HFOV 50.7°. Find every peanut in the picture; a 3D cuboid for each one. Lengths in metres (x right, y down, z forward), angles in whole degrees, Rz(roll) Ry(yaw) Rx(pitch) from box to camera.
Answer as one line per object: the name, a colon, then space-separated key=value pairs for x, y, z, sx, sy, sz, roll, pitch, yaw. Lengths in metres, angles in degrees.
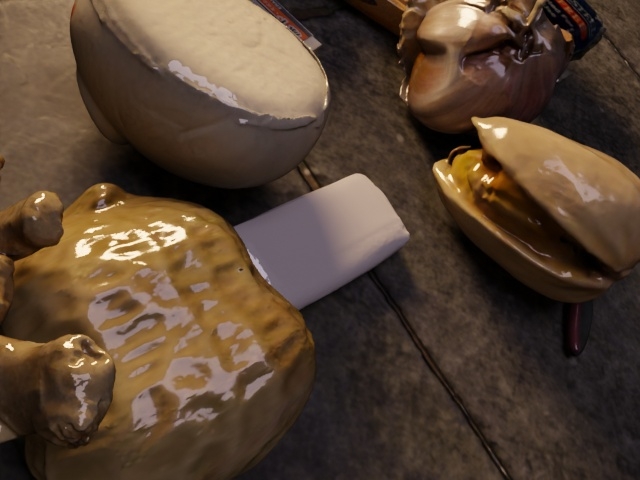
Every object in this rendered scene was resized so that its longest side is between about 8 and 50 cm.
peanut: x=-0.120 y=0.061 z=0.459 sx=0.197 sy=0.110 sz=0.233 roll=-29 pitch=75 yaw=-21

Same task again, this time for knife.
knife: x=0.307 y=0.035 z=0.766 sx=0.035 sy=0.018 sz=0.247 roll=33 pitch=50 yaw=-3

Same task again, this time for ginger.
ginger: x=-0.199 y=0.021 z=0.387 sx=0.259 sy=0.065 sz=0.149 roll=19 pitch=73 yaw=30

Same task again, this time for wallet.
wallet: x=0.000 y=0.000 z=0.617 sx=0.190 sy=0.033 sz=0.095 roll=-29 pitch=79 yaw=-37

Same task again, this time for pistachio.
pistachio: x=0.228 y=-0.037 z=0.686 sx=0.229 sy=0.157 sz=0.157 roll=35 pitch=51 yaw=1

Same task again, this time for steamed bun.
steamed bun: x=-0.108 y=-0.133 z=0.578 sx=0.228 sy=0.130 sz=0.177 roll=35 pitch=41 yaw=-2

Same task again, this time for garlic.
garlic: x=0.189 y=-0.245 z=0.735 sx=0.207 sy=0.256 sz=0.207 roll=13 pitch=42 yaw=-12

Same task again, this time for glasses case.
glasses case: x=0.072 y=-0.296 z=0.834 sx=0.170 sy=0.041 sz=0.064 roll=31 pitch=40 yaw=-7

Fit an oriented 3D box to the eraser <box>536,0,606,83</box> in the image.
eraser: x=0.228 y=-0.354 z=0.912 sx=0.155 sy=0.101 sz=0.332 roll=-33 pitch=80 yaw=-39

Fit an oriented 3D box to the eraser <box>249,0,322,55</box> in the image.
eraser: x=-0.059 y=-0.236 z=0.734 sx=0.122 sy=0.029 sz=0.052 roll=44 pitch=51 yaw=2
